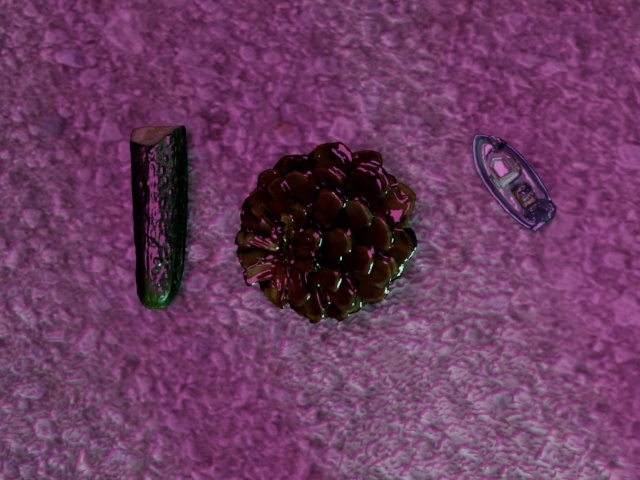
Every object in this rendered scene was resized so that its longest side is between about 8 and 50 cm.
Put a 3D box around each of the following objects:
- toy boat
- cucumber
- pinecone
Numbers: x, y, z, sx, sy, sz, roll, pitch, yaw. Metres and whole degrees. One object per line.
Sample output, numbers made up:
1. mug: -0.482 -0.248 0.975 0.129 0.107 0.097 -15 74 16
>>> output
1. toy boat: 0.229 -0.075 1.651 0.059 0.066 0.140 -38 77 9
2. cucumber: -0.205 -0.031 1.736 0.074 0.074 0.241 -3 85 12
3. pinecone: 0.000 0.000 1.622 0.221 0.221 0.221 -1 83 12
